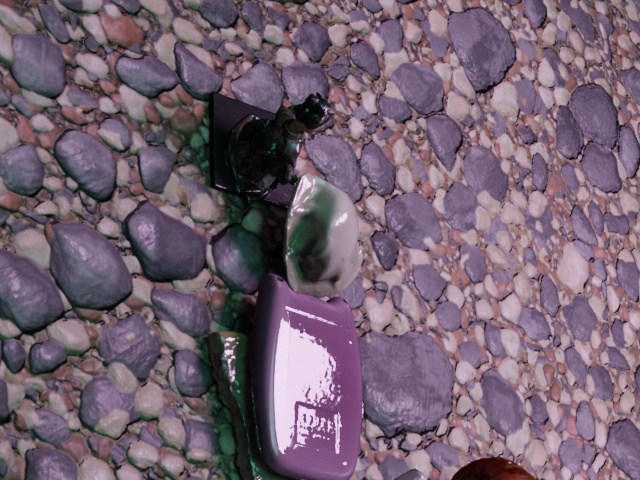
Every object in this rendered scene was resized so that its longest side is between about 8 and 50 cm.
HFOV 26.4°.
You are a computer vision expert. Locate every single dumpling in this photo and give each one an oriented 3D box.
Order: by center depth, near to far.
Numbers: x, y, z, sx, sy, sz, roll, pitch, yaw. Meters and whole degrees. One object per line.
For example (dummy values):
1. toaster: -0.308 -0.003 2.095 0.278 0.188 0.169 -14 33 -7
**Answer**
1. dumpling: 0.000 0.001 1.933 0.150 0.092 0.176 -51 153 -32

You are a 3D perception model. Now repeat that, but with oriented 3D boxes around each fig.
1. fig: 0.265 0.444 1.983 0.159 0.159 0.257 -43 126 -45

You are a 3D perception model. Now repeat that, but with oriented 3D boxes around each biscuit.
1. biscuit: -0.071 0.237 1.822 0.133 0.032 0.250 -4 74 -44

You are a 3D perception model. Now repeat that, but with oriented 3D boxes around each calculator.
1. calculator: -0.014 0.193 1.845 0.194 0.043 0.294 22 57 -40

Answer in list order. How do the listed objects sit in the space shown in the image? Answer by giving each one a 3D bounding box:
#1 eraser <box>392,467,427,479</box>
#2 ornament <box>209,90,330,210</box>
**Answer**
1. eraser: 0.138 0.434 1.869 0.124 0.068 0.210 -32 96 -9
2. ornament: -0.039 -0.148 1.911 0.153 0.196 0.166 14 63 -38
